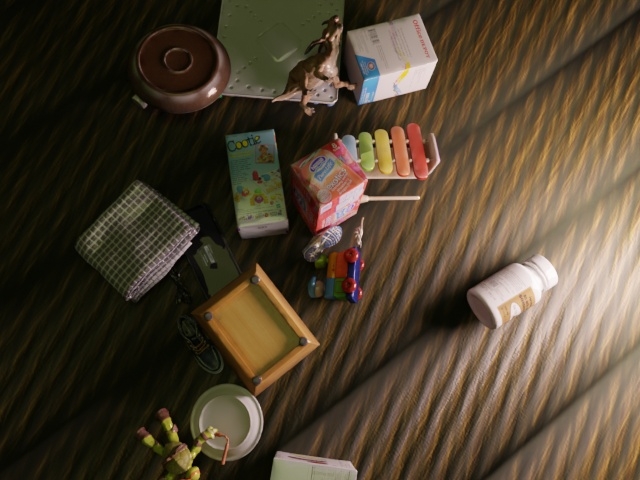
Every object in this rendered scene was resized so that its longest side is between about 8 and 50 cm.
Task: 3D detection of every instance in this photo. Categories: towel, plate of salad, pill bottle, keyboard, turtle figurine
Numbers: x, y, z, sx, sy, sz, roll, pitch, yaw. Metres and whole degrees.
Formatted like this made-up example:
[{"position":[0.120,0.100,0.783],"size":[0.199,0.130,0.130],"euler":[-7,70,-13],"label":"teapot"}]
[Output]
[{"position":[-0.507,-0.005,1.628],"size":[0.235,0.121,0.283],"euler":[39,83,16],"label":"towel"},{"position":[-0.250,0.486,1.571],"size":[0.200,0.048,0.199],"euler":[-2,79,8],"label":"plate of salad"},{"position":[-0.520,-0.459,1.794],"size":[0.065,0.065,0.116],"euler":[37,77,7],"label":"pill bottle"},{"position":[-0.354,0.060,1.685],"size":[0.202,0.033,0.317],"euler":[-25,77,-10],"label":"keyboard"},{"position":[0.541,0.139,1.646],"size":[0.229,0.131,0.131],"euler":[-30,79,-9],"label":"pill bottle"},{"position":[-0.385,0.558,1.509],"size":[0.217,0.087,0.269],"euler":[40,87,22],"label":"turtle figurine"}]

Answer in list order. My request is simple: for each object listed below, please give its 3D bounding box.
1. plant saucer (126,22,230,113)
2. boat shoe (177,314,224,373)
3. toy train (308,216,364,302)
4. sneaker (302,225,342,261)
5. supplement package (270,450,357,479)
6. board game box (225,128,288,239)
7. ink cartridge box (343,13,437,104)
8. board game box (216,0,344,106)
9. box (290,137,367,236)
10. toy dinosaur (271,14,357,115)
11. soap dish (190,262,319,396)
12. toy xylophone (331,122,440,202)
[{"position":[-0.427,-0.532,1.764],"size":[0.311,0.050,0.310],"euler":[2,74,-7],"label":"plant saucer"},{"position":[-0.333,0.285,1.600],"size":[0.065,0.083,0.183],"euler":[-36,80,-10],"label":"boat shoe"},{"position":[0.048,0.052,1.677],"size":[0.144,0.105,0.247],"euler":[0,70,15],"label":"toy train"},{"position":[0.000,0.000,1.667],"size":[0.135,0.058,0.052],"euler":[-39,120,-8],"label":"sneaker"},{"position":[-0.025,0.624,1.467],"size":[0.203,0.194,0.149],"euler":[8,75,-1],"label":"supplement package"},{"position":[-0.181,-0.158,1.689],"size":[0.145,0.142,0.275],"euler":[-8,76,-4],"label":"board game box"},{"position":[0.208,-0.548,1.790],"size":[0.233,0.168,0.171],"euler":[-15,77,-6],"label":"ink cartridge box"},{"position":[-0.130,-0.617,1.857],"size":[0.390,0.050,0.389],"euler":[4,76,-1],"label":"board game box"},{"position":[0.016,-0.135,1.609],"size":[0.154,0.300,0.142],"euler":[-31,79,-9],"label":"box"},{"position":[-0.027,-0.509,1.751],"size":[0.296,0.127,0.200],"euler":[-32,68,7],"label":"toy dinosaur"},{"position":[-0.175,0.239,1.585],"size":[0.229,0.118,0.290],"euler":[-37,88,-11],"label":"soap dish"},{"position":[0.194,-0.228,1.727],"size":[0.323,0.081,0.236],"euler":[-8,61,-9],"label":"toy xylophone"}]
